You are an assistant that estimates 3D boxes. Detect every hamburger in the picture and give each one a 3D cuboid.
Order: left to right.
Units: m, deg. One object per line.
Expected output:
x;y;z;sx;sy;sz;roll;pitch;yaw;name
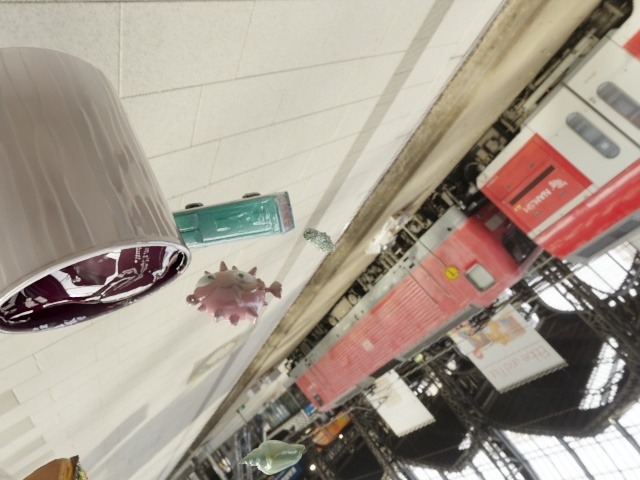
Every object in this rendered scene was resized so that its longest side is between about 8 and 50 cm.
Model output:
-0.548;0.527;0.813;0.165;0.137;0.087;-29;127;1;hamburger

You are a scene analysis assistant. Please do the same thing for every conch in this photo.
-0.127;0.572;1.063;0.179;0.088;0.065;3;174;-20;conch

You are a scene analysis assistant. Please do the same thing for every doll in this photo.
-0.224;0.142;1.084;0.261;0.211;0.093;0;131;-24;doll

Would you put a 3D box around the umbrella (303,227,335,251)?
0.000;0.000;1.287;0.062;0.067;0.143;-56;138;2;umbrella

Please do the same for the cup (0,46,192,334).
-0.302;-0.041;0.509;0.208;0.273;0.288;-25;169;-13;cup

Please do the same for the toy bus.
-0.182;-0.033;0.743;0.261;0.091;0.109;-10;-173;10;toy bus
